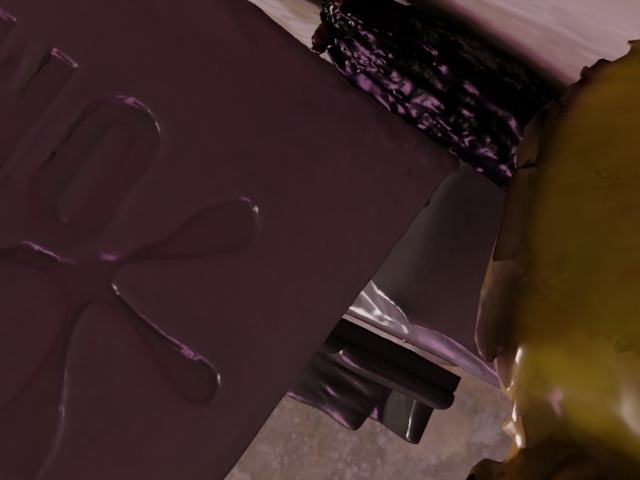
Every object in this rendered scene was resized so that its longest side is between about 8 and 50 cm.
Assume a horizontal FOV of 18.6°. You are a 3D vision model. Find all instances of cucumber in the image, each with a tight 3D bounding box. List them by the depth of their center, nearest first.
[{"bbox_3d":[0.069,-0.056,0.823,0.181,0.053,0.053,32,174,-28],"label":"cucumber"}]

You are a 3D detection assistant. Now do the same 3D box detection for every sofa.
[{"bbox_3d":[-0.006,0.066,1.077,0.147,0.060,0.085,26,178,-19],"label":"sofa"}]

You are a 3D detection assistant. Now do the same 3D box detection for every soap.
[{"bbox_3d":[-0.137,-0.006,0.876,0.296,0.285,0.107,35,178,1],"label":"soap"}]

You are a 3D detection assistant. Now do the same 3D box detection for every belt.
[{"bbox_3d":[0.067,0.001,1.058,0.217,0.122,0.338,28,178,-30],"label":"belt"}]

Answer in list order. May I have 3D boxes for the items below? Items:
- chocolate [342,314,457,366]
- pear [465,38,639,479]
[{"bbox_3d":[0.000,0.000,1.530,0.303,0.100,0.185,29,-174,10],"label":"chocolate"},{"bbox_3d":[0.167,0.118,0.529,0.191,0.340,0.386,7,167,21],"label":"pear"}]
